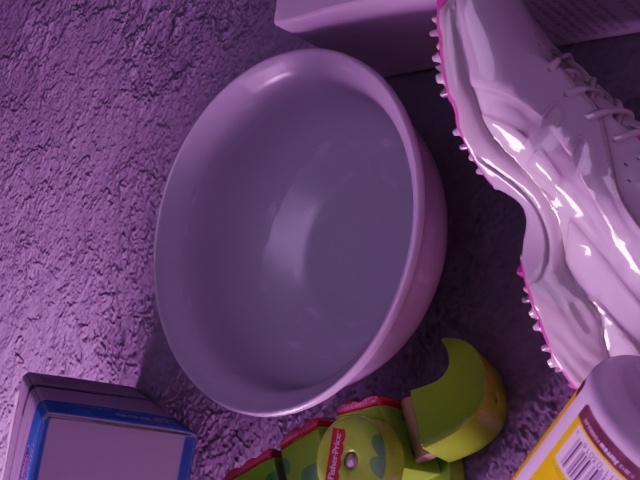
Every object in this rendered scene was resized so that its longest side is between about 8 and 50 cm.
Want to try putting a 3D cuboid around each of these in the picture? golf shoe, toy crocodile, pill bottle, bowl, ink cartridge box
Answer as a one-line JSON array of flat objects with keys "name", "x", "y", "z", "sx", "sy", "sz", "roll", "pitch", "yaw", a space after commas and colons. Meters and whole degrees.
[{"name": "golf shoe", "x": 0.177, "y": -0.053, "z": 0.574, "sx": 0.140, "sy": 0.115, "sz": 0.306, "roll": -19, "pitch": 99, "yaw": 36}, {"name": "toy crocodile", "x": 0.003, "y": 0.193, "z": 0.721, "sx": 0.340, "sy": 0.115, "sz": 0.105, "roll": -35, "pitch": 53, "yaw": 28}, {"name": "pill bottle", "x": 0.169, "y": 0.184, "z": 0.552, "sx": 0.117, "sy": 0.117, "sz": 0.215, "roll": 50, "pitch": 126, "yaw": 37}, {"name": "bowl", "x": 0.000, "y": 0.000, "z": 0.753, "sx": 0.297, "sy": 0.134, "sz": 0.298, "roll": -10, "pitch": 74, "yaw": 39}, {"name": "ink cartridge box", "x": -0.226, "y": 0.254, "z": 0.818, "sx": 0.307, "sy": 0.129, "sz": 0.223, "roll": 175, "pitch": 105, "yaw": -69}]

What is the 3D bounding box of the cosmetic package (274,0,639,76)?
[{"name": "cosmetic package", "x": 0.156, "y": -0.268, "z": 0.669, "sx": 0.384, "sy": 0.156, "sz": 0.217, "roll": 0, "pitch": 80, "yaw": 43}]
